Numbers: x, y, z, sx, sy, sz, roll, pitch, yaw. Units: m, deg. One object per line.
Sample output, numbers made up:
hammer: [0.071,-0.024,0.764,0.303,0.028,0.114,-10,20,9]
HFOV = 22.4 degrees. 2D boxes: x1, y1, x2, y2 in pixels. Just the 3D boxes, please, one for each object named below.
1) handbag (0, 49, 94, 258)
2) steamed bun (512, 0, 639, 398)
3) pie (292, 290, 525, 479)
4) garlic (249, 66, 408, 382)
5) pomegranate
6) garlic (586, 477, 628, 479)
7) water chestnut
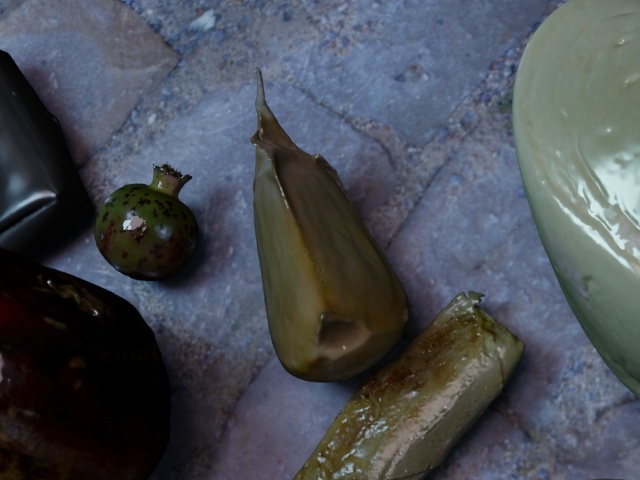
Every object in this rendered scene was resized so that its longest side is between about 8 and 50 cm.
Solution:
handbag: [-0.436,-0.076,1.990,0.257,0.113,0.285,-36,65,10]
steamed bun: [0.367,0.006,1.472,0.290,0.371,0.456,-46,55,-2]
pie: [0.097,0.175,1.677,0.282,0.068,0.128,-48,47,-5]
garlic: [-0.001,-0.002,1.734,0.151,0.196,0.338,-13,58,-2]
pomegranate: [-0.200,-0.016,1.854,0.130,0.130,0.130,-9,63,18]
garlic: [0.285,0.356,1.395,0.241,0.322,0.322,-34,54,-26]
water chestnut: [-0.324,0.175,1.691,0.350,0.350,0.302,28,96,30]
